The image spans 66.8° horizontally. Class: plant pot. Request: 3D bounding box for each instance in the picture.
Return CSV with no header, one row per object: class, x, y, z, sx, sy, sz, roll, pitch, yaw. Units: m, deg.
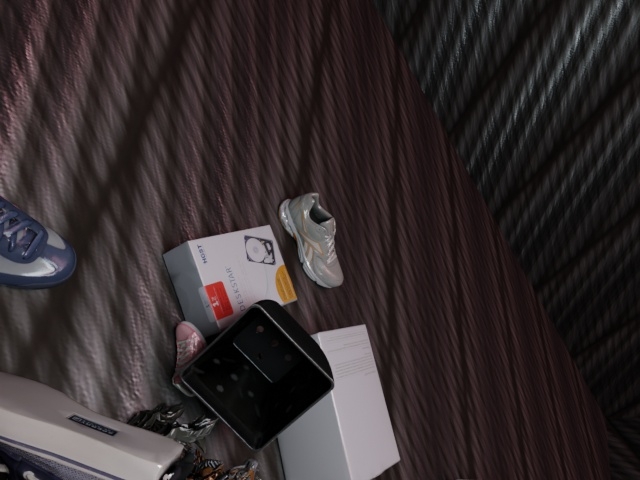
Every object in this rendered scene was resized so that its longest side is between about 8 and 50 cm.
plant pot,-0.097,0.213,0.861,0.187,0.188,0.167,46,10,-3

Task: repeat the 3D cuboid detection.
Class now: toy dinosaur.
toy dinosaur,-0.226,0.376,0.730,0.322,0.165,0.218,7,81,-62

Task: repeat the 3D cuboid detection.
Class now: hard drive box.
hard drive box,-0.177,0.079,0.993,0.232,0.089,0.180,-17,84,-53

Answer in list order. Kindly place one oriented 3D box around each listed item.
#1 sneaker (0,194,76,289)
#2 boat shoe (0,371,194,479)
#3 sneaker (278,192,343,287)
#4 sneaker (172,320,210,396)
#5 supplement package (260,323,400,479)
sneaker,-0.467,-0.031,0.648,0.319,0.131,0.112,33,47,-38
boat shoe,-0.341,0.282,0.588,0.127,0.341,0.158,65,46,-82
sneaker,0.000,0.000,1.229,0.262,0.121,0.099,60,37,-10
sneaker,-0.238,0.216,0.872,0.070,0.051,0.134,-26,97,-59
supplement package,0.017,0.344,1.019,0.178,0.176,0.292,4,68,-52
